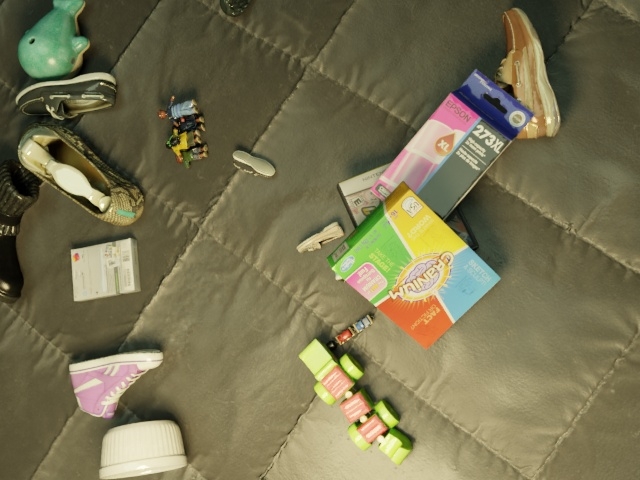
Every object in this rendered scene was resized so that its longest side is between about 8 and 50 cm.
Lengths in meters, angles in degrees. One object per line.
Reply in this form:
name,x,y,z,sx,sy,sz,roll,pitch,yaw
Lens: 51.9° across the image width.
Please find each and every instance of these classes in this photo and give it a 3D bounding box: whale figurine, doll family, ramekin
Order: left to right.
whale figurine,-0.768,-0.588,1.883,0.216,0.141,0.272,14,85,17
ramekin,-0.432,0.508,1.601,0.207,0.207,0.109,-14,69,13
doll family,-0.375,-0.294,1.773,0.111,0.076,0.193,-12,74,18

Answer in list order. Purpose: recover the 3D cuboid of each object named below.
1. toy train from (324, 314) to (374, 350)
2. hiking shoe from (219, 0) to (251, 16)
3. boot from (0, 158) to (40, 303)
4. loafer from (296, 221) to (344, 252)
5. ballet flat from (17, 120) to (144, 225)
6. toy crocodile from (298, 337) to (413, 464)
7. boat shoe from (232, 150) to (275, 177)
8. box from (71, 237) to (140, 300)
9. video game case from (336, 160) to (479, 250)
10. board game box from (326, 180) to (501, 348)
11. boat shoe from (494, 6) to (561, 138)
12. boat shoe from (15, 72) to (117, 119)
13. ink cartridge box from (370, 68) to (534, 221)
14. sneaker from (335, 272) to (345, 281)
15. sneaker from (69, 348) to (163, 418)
toy train,0.062,0.229,1.591,0.158,0.036,0.027,-36,74,7
hiking shoe,-0.256,-0.757,1.808,0.132,0.113,0.304,-5,86,45
boot,-0.865,-0.028,1.821,0.260,0.131,0.348,-38,74,12
loafer,0.000,0.000,1.641,0.125,0.045,0.039,-33,82,5
ballet flat,-0.691,-0.201,1.783,0.482,0.182,0.164,34,97,17
toy crocodile,0.078,0.374,1.523,0.115,0.105,0.341,-40,79,6
boat shoe,-0.176,-0.192,1.719,0.125,0.038,0.046,24,47,12
box,-0.585,0.081,1.788,0.186,0.038,0.145,-11,79,12
video game case,0.204,-0.058,1.562,0.248,0.035,0.275,-22,76,-7
board game box,0.210,0.061,1.461,0.316,0.064,0.242,40,100,-21
boat shoe,0.465,-0.389,1.535,0.116,0.123,0.325,-15,77,15
boat shoe,-0.721,-0.393,1.857,0.302,0.114,0.091,-13,73,14
ink cartridge box,0.297,-0.198,1.492,0.175,0.069,0.371,41,96,9
sneaker,0.105,0.043,1.595,0.162,0.063,0.073,-20,73,10
sneaker,-0.515,0.372,1.700,0.282,0.102,0.161,-16,81,23
